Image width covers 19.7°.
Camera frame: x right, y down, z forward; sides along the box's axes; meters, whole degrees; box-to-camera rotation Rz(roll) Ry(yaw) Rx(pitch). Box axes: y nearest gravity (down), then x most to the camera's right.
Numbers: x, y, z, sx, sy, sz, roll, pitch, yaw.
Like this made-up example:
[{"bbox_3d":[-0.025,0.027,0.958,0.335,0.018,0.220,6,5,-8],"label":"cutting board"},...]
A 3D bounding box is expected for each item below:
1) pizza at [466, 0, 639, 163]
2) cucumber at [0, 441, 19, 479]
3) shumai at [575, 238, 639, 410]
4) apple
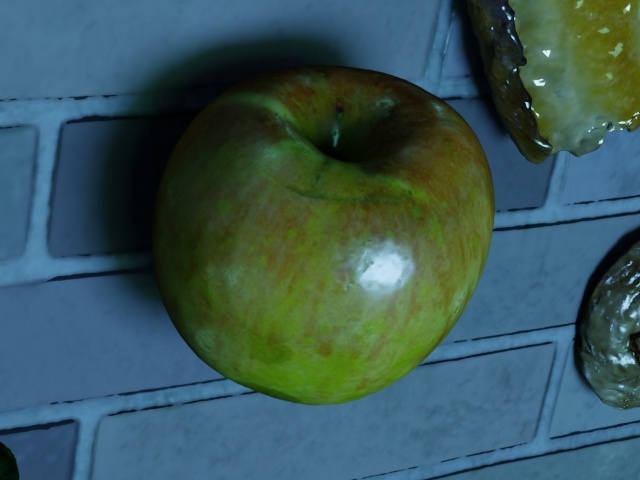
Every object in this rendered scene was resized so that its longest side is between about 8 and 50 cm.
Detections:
[{"bbox_3d":[0.205,-0.298,1.105,0.435,0.080,0.392,-44,129,-2],"label":"pizza"},{"bbox_3d":[-0.274,0.171,1.031,0.227,0.069,0.069,-25,127,-20],"label":"cucumber"},{"bbox_3d":[0.260,0.058,1.361,0.123,0.105,0.139,1,88,-34],"label":"shumai"},{"bbox_3d":[0.000,0.000,1.059,0.196,0.196,0.196,-18,124,-29],"label":"apple"}]
